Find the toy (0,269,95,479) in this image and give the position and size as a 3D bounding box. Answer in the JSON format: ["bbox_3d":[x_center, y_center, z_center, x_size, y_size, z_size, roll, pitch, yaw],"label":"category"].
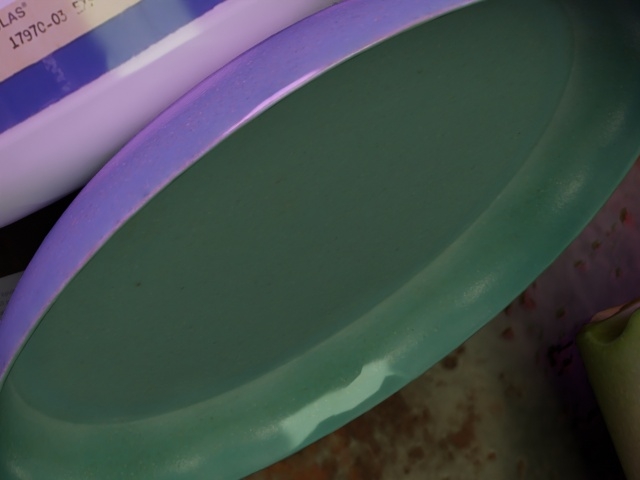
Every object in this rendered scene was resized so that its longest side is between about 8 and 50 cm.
[{"bbox_3d":[-0.159,0.143,0.779,0.136,0.056,0.237,-19,99,-30],"label":"toy"}]

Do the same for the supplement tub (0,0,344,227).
[{"bbox_3d":[-0.149,-0.179,0.711,0.228,0.228,0.316,-34,102,-24],"label":"supplement tub"}]

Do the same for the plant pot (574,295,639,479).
[{"bbox_3d":[0.259,0.114,0.895,0.276,0.276,0.254,-25,85,-26],"label":"plant pot"}]

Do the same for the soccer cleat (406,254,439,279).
[{"bbox_3d":[0.003,-0.096,0.866,0.095,0.083,0.248,-13,95,-25],"label":"soccer cleat"}]

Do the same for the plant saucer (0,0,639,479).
[{"bbox_3d":[0.000,0.000,0.729,0.317,0.318,0.044,-23,64,-26],"label":"plant saucer"}]
